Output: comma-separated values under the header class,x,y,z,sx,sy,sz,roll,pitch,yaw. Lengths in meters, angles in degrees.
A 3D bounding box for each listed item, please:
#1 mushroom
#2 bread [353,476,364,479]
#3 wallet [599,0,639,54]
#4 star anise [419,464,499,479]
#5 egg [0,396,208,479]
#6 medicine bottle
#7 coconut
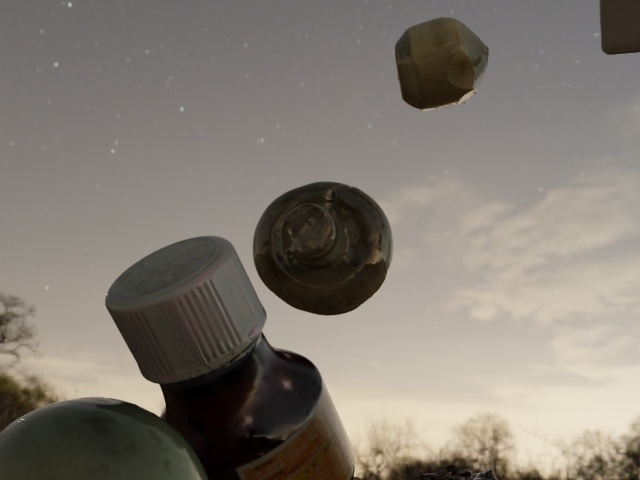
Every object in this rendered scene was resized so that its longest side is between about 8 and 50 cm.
class,x,y,z,sx,sy,sz,roll,pitch,yaw
mushroom,0.000,0.000,1.245,0.244,0.243,0.243,2,-21,1
bread,-0.018,0.544,1.138,0.237,0.375,0.165,3,-50,-3
wallet,0.605,-0.468,1.491,0.095,0.189,0.033,1,22,33
star anise,0.266,0.397,1.012,0.346,0.148,0.237,-11,-66,58
egg,-0.233,0.298,0.722,0.259,0.258,0.352,11,-42,-22
medicine bottle,-0.113,0.197,0.950,0.243,0.242,0.395,-7,-60,24
coconut,0.216,-0.311,1.324,0.162,0.161,0.161,-8,-22,7
